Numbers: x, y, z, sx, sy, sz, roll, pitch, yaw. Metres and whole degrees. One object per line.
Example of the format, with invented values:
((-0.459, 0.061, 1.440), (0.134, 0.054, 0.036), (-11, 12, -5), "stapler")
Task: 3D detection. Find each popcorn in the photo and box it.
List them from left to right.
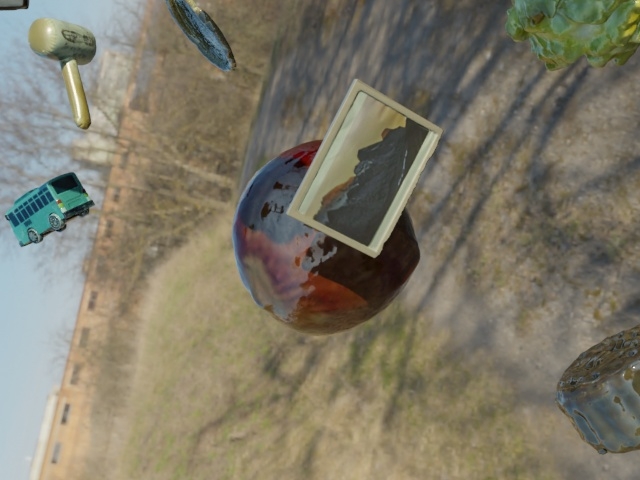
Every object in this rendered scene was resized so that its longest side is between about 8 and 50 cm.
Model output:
((0.444, -0.431, 1.390), (0.312, 0.312, 0.312), (-168, 90, -79), "popcorn")

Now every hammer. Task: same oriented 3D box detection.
((-0.669, -0.443, 2.212), (0.202, 0.113, 0.305), (-8, -99, -63), "hammer")

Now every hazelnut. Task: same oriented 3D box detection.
((0.000, 0.000, 1.763), (0.353, 0.421, 0.421), (18, 96, 60), "hazelnut")

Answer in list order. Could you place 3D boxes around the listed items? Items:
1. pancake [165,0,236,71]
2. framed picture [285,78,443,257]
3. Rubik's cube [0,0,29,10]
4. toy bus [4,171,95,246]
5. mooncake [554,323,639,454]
((-0.222, -0.389, 1.511), (0.021, 0.199, 0.199), (-43, 6, -10), "pancake")
((0.081, -0.123, 1.447), (0.265, 0.192, 0.018), (-63, 17, 4), "framed picture")
((-0.483, -0.420, 1.075), (0.180, 0.167, 0.183), (104, 149, -45), "Rubik's cube")
((-0.499, -0.056, 1.498), (0.160, 0.092, 0.079), (-26, 6, 36), "toy bus")
((0.475, 0.218, 1.270), (0.228, 0.124, 0.228), (-39, 1, 0), "mooncake")
